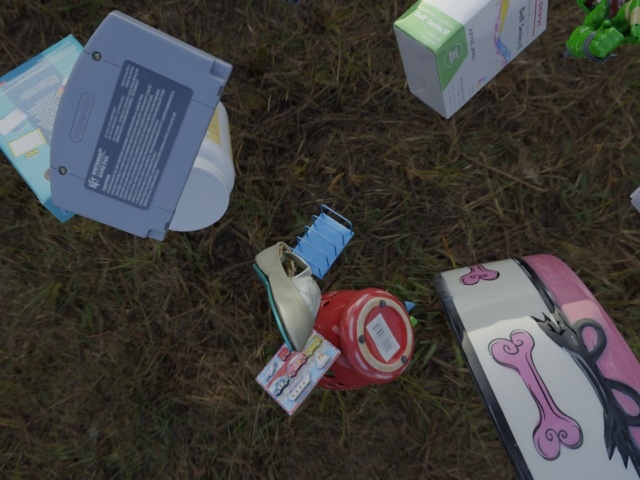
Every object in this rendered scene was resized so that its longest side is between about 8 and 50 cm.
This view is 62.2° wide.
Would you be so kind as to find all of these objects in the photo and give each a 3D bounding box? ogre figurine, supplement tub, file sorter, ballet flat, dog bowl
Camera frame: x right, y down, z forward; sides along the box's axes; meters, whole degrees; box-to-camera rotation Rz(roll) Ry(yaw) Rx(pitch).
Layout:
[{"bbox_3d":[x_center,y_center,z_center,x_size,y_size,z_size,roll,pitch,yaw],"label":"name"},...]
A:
[{"bbox_3d":[0.382,-0.292,0.655,0.096,0.118,0.197,24,92,-10],"label":"ogre figurine"},{"bbox_3d":[-0.339,-0.210,1.319,0.240,0.241,0.332,-5,47,-10],"label":"supplement tub"},{"bbox_3d":[0.000,0.000,1.531,0.118,0.104,0.170,33,77,14],"label":"file sorter"},{"bbox_3d":[-0.044,0.070,0.789,0.086,0.248,0.086,-7,116,-16],"label":"ballet flat"},{"bbox_3d":[0.291,0.197,0.653,0.150,0.408,0.408,-26,91,11],"label":"dog bowl"}]

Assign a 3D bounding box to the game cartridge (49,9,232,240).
[{"bbox_3d":[-0.273,-0.158,0.771,0.198,0.062,0.297,24,112,-13],"label":"game cartridge"}]

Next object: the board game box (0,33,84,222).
[{"bbox_3d":[-0.498,-0.231,1.044,0.253,0.079,0.336,-40,67,-15],"label":"board game box"}]

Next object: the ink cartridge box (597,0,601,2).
[{"bbox_3d":[0.657,-0.589,1.162,0.160,0.093,0.220,-8,58,-24],"label":"ink cartridge box"}]

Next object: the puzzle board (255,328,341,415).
[{"bbox_3d":[-0.039,0.207,0.875,0.096,0.011,0.128,33,80,38],"label":"puzzle board"}]

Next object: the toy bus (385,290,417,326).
[{"bbox_3d":[0.179,0.256,1.625,0.190,0.104,0.202,33,67,16],"label":"toy bus"}]

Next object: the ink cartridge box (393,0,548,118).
[{"bbox_3d":[0.322,-0.434,1.020,0.353,0.207,0.119,-43,60,-2],"label":"ink cartridge box"}]

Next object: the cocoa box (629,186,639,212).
[{"bbox_3d":[0.583,-0.083,0.561,0.227,0.347,0.232,-16,63,-20],"label":"cocoa box"}]

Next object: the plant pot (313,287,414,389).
[{"bbox_3d":[0.069,0.182,0.999,0.191,0.174,0.191,13,69,-35],"label":"plant pot"}]

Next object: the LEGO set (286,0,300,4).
[{"bbox_3d":[-0.098,-0.751,1.303,0.254,0.192,0.332,8,90,-29],"label":"LEGO set"}]
